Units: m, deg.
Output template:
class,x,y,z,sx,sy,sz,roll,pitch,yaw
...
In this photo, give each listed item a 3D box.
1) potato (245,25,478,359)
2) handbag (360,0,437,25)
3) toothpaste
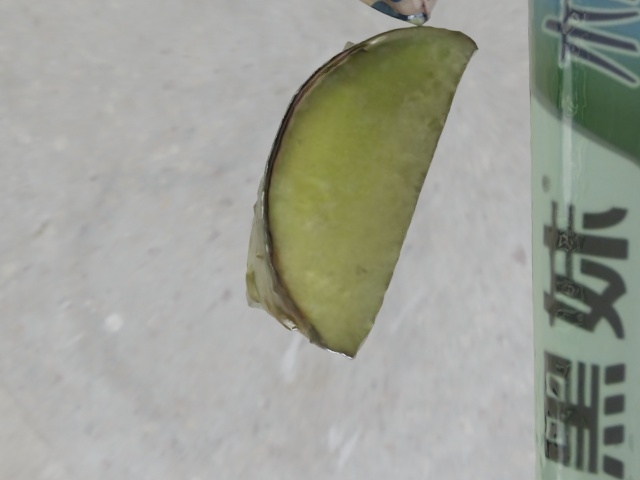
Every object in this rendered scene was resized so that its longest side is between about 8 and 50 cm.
class,x,y,z,sx,sy,sz,roll,pitch,yaw
potato,0.000,0.000,1.360,0.112,0.255,0.269,24,62,1
handbag,0.034,-0.294,1.213,0.193,0.190,0.251,23,75,7
toothpaste,0.094,-0.058,0.526,0.099,0.061,0.392,9,106,40
